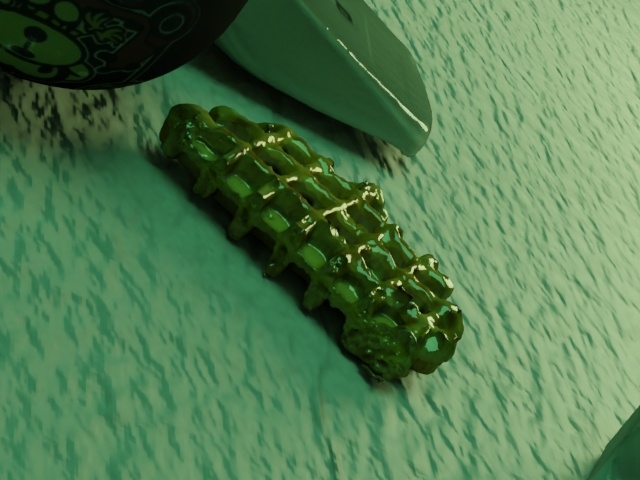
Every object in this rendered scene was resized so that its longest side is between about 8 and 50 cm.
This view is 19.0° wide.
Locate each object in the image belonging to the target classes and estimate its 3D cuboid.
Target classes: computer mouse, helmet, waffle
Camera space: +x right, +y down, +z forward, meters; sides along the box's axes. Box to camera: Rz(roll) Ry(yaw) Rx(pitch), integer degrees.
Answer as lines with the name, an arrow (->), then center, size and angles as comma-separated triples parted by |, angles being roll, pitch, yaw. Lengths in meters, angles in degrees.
computer mouse -> -0.016, -0.139, 1.251 | 0.231, 0.079, 0.128 | 43, 25, -24
helmet -> -0.150, -0.178, 1.049 | 0.230, 0.160, 0.279 | 19, 19, -32
waffle -> 0.000, 0.000, 1.068 | 0.161, 0.046, 0.192 | 17, 32, -38

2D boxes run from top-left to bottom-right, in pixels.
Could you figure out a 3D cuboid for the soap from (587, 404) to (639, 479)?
soap -> 0.302, 0.176, 1.090 | 0.289, 0.095, 0.173 | 39, 27, 5
